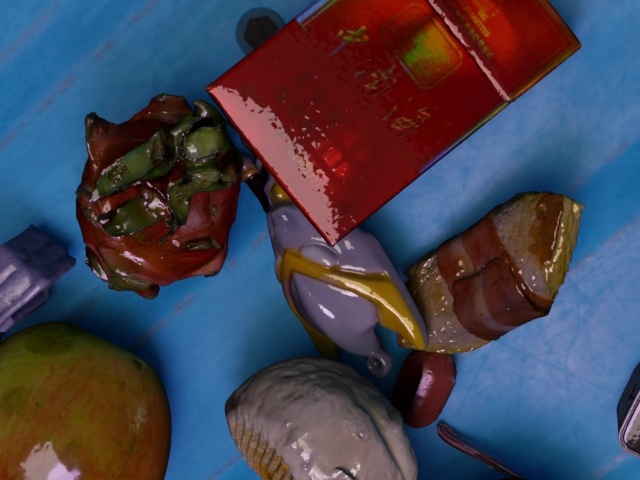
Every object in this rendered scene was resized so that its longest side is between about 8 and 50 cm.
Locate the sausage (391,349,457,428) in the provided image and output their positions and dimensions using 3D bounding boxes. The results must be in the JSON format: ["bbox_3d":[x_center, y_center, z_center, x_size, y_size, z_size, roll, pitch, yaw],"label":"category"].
[{"bbox_3d":[0.111,0.155,1.664,0.054,0.059,0.094,7,112,-37],"label":"sausage"}]

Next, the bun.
[{"bbox_3d":[0.007,0.206,1.607,0.153,0.244,0.244,-39,96,-16],"label":"bun"}]

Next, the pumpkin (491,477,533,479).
[{"bbox_3d":[0.153,0.398,1.601,0.317,0.139,0.222,-44,70,19],"label":"pumpkin"}]

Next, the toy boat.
[{"bbox_3d":[-0.388,0.095,1.699,0.283,0.127,0.078,-39,95,21],"label":"toy boat"}]

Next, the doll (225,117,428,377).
[{"bbox_3d":[0.003,-0.001,1.617,0.145,0.103,0.316,-22,94,23],"label":"doll"}]

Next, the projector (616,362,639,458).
[{"bbox_3d":[0.356,0.180,1.614,0.083,0.082,0.083,23,106,4],"label":"projector"}]

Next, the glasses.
[{"bbox_3d":[0.181,0.358,1.674,0.268,0.118,0.234,34,109,0],"label":"glasses"}]

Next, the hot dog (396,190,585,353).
[{"bbox_3d":[0.185,0.034,1.591,0.261,0.093,0.123,-32,60,41],"label":"hot dog"}]

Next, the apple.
[{"bbox_3d":[-0.276,0.207,1.681,0.246,0.246,0.226,17,78,5],"label":"apple"}]

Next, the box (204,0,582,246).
[{"bbox_3d":[0.070,-0.166,1.520,0.313,0.089,0.197,-39,91,-2],"label":"box"}]

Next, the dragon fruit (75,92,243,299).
[{"bbox_3d":[-0.168,-0.043,1.561,0.198,0.269,0.200,33,84,-5],"label":"dragon fruit"}]
